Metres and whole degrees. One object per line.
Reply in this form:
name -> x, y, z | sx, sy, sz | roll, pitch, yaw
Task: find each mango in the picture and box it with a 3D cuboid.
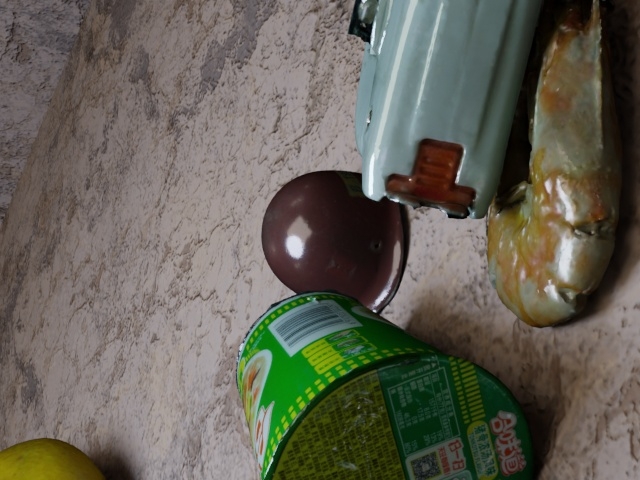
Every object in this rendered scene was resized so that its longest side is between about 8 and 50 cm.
mango -> -0.412, 0.411, 1.420 | 0.445, 0.221, 0.301 | 20, 96, 65

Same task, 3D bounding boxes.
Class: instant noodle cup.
instant noodle cup -> 0.022, 0.141, 0.809 | 0.207, 0.207, 0.233 | -69, 22, 10

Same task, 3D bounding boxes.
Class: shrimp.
shrimp -> 0.175, -0.080, 0.777 | 0.154, 0.062, 0.294 | -10, 69, 66

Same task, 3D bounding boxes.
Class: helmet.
helmet -> 0.000, 0.000, 1.005 | 0.155, 0.106, 0.175 | -59, 36, 27

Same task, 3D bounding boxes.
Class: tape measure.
tape measure -> 0.091, -0.162, 0.833 | 0.246, 0.125, 0.243 | -110, 32, -74
